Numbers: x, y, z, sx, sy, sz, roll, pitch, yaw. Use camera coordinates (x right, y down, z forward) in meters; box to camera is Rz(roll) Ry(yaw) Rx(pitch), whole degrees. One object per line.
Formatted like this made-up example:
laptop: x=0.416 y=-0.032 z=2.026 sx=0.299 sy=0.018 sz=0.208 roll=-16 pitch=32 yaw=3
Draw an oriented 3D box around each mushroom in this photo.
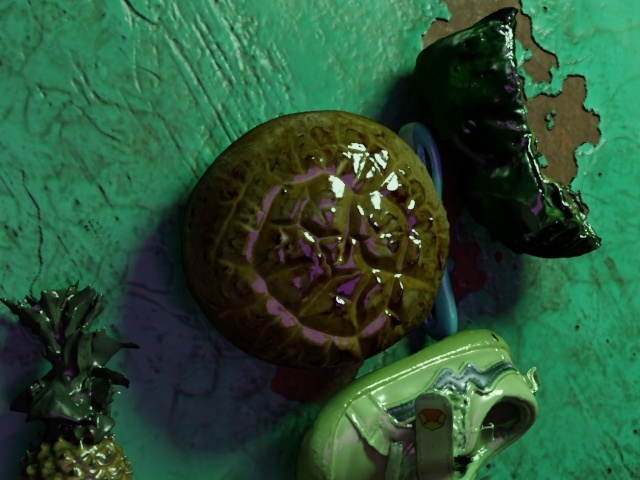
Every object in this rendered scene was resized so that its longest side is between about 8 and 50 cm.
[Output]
mushroom: x=0.000 y=0.000 z=1.103 sx=0.253 sy=0.153 sz=0.253 roll=0 pitch=91 yaw=-14

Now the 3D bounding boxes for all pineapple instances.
pineapple: x=-0.218 y=0.160 z=1.062 sx=0.125 sy=0.125 sz=0.251 roll=-4 pitch=83 yaw=-20

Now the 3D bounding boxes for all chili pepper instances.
chili pepper: x=0.175 y=-0.079 z=1.165 sx=0.116 sy=0.148 sz=0.264 roll=-44 pitch=111 yaw=-31

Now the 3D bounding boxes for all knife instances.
knife: x=0.104 y=-0.007 z=1.188 sx=0.031 sy=0.064 sz=0.222 roll=-15 pitch=100 yaw=-37

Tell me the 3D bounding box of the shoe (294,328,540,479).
shoe: x=0.096 y=0.172 z=1.146 sx=0.262 sy=0.128 sz=0.140 roll=-28 pitch=124 yaw=-26
